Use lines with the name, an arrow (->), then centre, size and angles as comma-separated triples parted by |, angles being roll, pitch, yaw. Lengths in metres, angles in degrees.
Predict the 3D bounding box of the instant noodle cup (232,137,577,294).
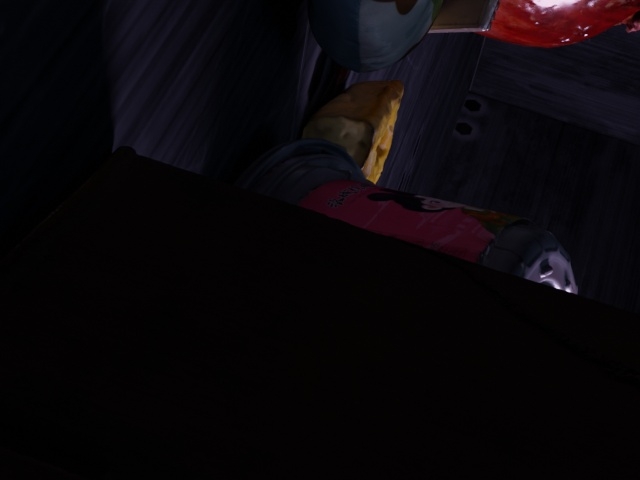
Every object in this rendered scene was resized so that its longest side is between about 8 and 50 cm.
instant noodle cup -> 0.054, 0.072, 0.793 | 0.302, 0.181, 0.258 | -37, 129, -52

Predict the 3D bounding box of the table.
table -> -0.002, 0.146, 0.476 | 0.196, 0.282, 0.251 | -60, 167, -62

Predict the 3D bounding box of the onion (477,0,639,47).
onion -> 0.202, -0.281, 1.039 | 0.276, 0.276, 0.276 | 19, 90, -83

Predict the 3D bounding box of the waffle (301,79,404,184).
waffle -> 0.000, 0.000, 1.057 | 0.168, 0.057, 0.274 | -57, 164, -67

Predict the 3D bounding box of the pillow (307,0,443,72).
pillow -> 0.038, -0.209, 0.746 | 0.233, 0.086, 0.214 | 74, 25, -74

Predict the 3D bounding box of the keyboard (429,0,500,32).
keyboard -> 0.065, -0.165, 0.858 | 0.166, 0.017, 0.055 | 11, -100, 54

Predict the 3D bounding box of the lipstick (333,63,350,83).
lipstick -> 0.026, -0.160, 0.975 | 0.107, 0.025, 0.025 | 111, 3, -47
